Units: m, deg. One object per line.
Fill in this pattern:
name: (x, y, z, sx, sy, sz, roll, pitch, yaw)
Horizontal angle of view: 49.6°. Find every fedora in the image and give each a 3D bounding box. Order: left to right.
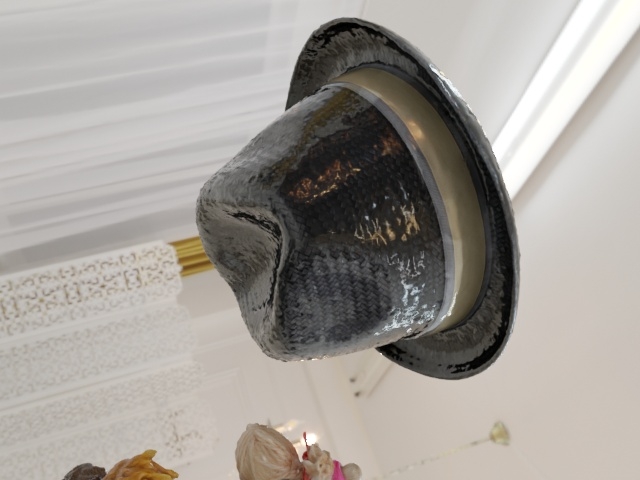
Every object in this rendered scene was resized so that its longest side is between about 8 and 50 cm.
fedora: (0.000, 0.000, 0.549, 0.334, 0.152, 0.334, 49, -27, 35)

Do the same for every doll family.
doll family: (-0.095, 0.201, 0.429, 0.163, 0.263, 0.118, 59, 31, -15)
